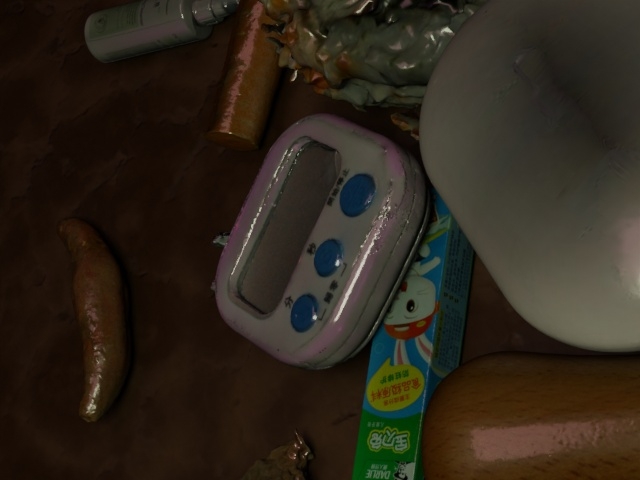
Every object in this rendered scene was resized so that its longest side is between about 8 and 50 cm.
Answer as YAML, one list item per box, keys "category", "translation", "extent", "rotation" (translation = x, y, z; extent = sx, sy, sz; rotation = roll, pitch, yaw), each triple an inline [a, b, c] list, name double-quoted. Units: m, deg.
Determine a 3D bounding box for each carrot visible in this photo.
- category: "carrot"
  translation: [-0.058, -0.200, 1.343]
  extent: [0.067, 0.067, 0.225]
  rotation: [8, 78, 36]

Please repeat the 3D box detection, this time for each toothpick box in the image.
- category: "toothpick box"
  translation: [0.226, 0.136, 0.941]
  extent: [0.294, 0.192, 0.192]
  rotation: [-14, 63, 37]

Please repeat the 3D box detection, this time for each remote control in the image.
- category: "remote control"
  translation: [0.187, -0.067, 0.922]
  extent: [0.221, 0.103, 0.332]
  rotation: [-38, 47, 11]

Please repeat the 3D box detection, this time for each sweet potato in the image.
- category: "sweet potato"
  translation: [-0.222, 0.059, 1.355]
  extent: [0.078, 0.058, 0.255]
  rotation: [-48, 45, 35]

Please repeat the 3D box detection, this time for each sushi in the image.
- category: "sushi"
  translation: [0.113, -0.282, 1.188]
  extent: [0.417, 0.176, 0.417]
  rotation: [-11, 68, 29]

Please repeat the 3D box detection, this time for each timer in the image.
- category: "timer"
  translation: [0.000, 0.000, 1.171]
  extent: [0.191, 0.069, 0.208]
  rotation: [29, 96, 51]

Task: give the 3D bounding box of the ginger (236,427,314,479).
- category: "ginger"
  translation: [0.011, 0.284, 1.099]
  extent: [0.122, 0.084, 0.290]
  rotation: [-31, 50, -6]

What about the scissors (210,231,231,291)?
- category: "scissors"
  translation: [-0.024, 0.000, 1.265]
  extent: [0.187, 0.020, 0.133]
  rotation: [-16, 60, 27]

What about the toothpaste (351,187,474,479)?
- category: "toothpaste"
  translation: [0.082, 0.085, 1.138]
  extent: [0.065, 0.050, 0.266]
  rotation: [-2, 70, 35]

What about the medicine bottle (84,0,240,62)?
- category: "medicine bottle"
  translation: [-0.155, -0.230, 1.426]
  extent: [0.199, 0.057, 0.057]
  rotation: [-7, 67, 32]
